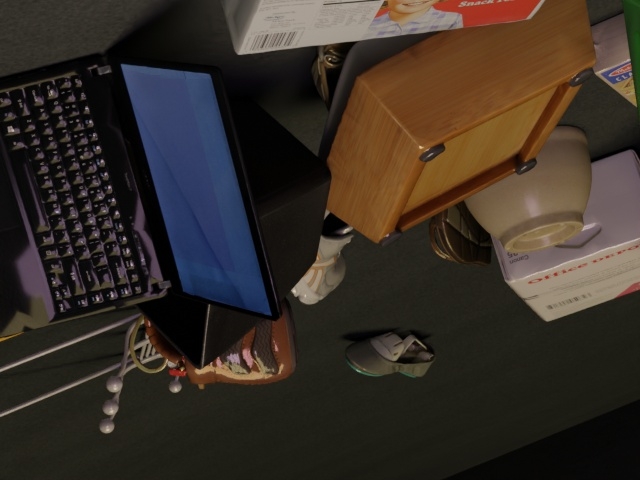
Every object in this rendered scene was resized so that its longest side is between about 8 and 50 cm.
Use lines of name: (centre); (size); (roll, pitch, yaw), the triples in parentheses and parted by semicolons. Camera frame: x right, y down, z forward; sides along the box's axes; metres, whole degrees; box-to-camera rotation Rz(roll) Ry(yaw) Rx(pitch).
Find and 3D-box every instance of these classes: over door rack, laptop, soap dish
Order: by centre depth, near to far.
laptop: (-0.190, -0.025, 1.474); (0.264, 0.234, 0.136); (-14, -159, -2)
soap dish: (0.121, -0.119, 1.594); (0.229, 0.118, 0.291); (-27, 166, -16)
over door rack: (-0.331, 0.188, 2.287); (0.324, 0.108, 0.239); (-10, 162, -13)

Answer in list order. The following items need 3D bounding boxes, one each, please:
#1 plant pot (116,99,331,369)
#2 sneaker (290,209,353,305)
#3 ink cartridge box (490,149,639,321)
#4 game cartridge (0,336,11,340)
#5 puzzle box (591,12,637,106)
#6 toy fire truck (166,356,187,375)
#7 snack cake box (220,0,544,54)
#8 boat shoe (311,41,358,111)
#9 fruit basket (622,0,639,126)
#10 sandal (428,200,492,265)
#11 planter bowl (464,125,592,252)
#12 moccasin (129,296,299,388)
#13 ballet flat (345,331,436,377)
plant pot: (-0.097, -0.026, 1.634); (0.167, 0.187, 0.188); (-25, 143, -33)
sneaker: (0.000, 0.000, 1.997); (0.121, 0.099, 0.262); (-23, 162, 13)
ink cartridge box: (0.345, -0.002, 2.226); (0.207, 0.117, 0.283); (-20, 162, 12)
game cartridge: (-0.375, 0.078, 1.785); (0.324, 0.052, 0.285); (-10, -172, 43)
puzzle box: (0.495, -0.233, 1.743); (0.409, 0.052, 0.272); (-22, 161, 23)
toy fire truck: (-0.123, 0.090, 2.131); (0.135, 0.047, 0.192); (4, 127, 1)
snack cake box: (0.063, -0.229, 1.336); (0.264, 0.089, 0.152); (-9, 160, -20)
boat shoe: (0.021, -0.163, 1.574); (0.056, 0.048, 0.153); (-10, 163, -13)
fruit basket: (0.453, -0.233, 1.451); (0.392, 0.392, 0.283); (-14, -162, -2)
sandal: (0.168, -0.014, 2.144); (0.060, 0.090, 0.219); (3, 175, 18)
planter bowl: (0.247, -0.051, 2.011); (0.162, 0.109, 0.162); (-14, 163, -4)
moccasin: (-0.133, 0.073, 1.836); (0.147, 0.139, 0.380); (-11, -159, -11)
ballet flat: (0.113, 0.172, 2.699); (0.068, 0.072, 0.213); (-51, 151, 16)
